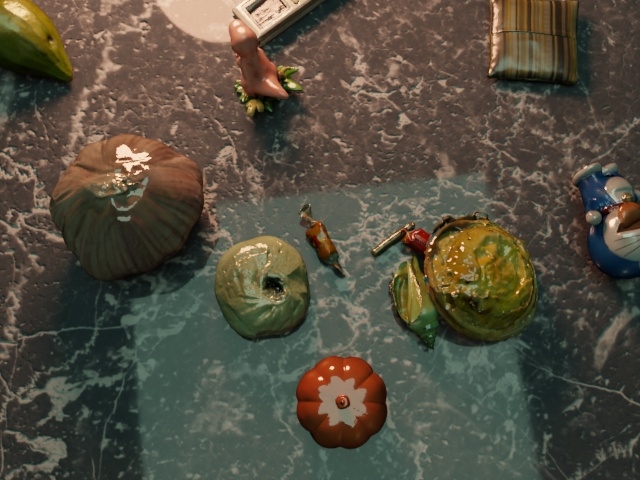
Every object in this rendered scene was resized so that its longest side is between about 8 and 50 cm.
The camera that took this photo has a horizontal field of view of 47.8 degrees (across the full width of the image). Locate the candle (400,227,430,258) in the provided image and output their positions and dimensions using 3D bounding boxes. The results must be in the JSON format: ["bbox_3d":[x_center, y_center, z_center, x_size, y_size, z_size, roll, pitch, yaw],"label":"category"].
[{"bbox_3d":[0.229,0.013,1.553,0.130,0.052,0.052,34,79,-1],"label":"candle"}]

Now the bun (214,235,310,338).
[{"bbox_3d":[-0.124,0.092,1.513,0.221,0.108,0.221,0,76,1],"label":"bun"}]

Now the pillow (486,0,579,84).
[{"bbox_3d":[0.496,-0.468,1.679,0.212,0.052,0.208,4,80,2],"label":"pillow"}]

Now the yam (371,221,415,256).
[{"bbox_3d":[0.160,-0.004,1.581,0.116,0.021,0.021,-37,79,-7],"label":"yam"}]

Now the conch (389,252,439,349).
[{"bbox_3d":[0.203,0.132,1.521,0.095,0.079,0.201,-28,60,7],"label":"conch"}]

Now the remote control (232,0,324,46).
[{"bbox_3d":[-0.069,-0.580,1.708,0.277,0.055,0.103,-38,78,-9],"label":"remote control"}]

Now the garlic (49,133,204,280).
[{"bbox_3d":[-0.395,-0.082,1.483,0.317,0.259,0.318,0,81,1],"label":"garlic"}]

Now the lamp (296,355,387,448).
[{"bbox_3d":[0.042,0.320,1.429,0.187,0.164,0.188,0,79,0],"label":"lamp"}]

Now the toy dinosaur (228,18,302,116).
[{"bbox_3d":[-0.124,-0.382,1.597,0.152,0.177,0.194,-22,79,-4],"label":"toy dinosaur"}]

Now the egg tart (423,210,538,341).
[{"bbox_3d":[0.345,0.064,1.488,0.290,0.107,0.291,6,72,-20],"label":"egg tart"}]

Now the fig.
[{"bbox_3d":[-0.677,-0.457,1.628,0.233,0.167,0.167,34,79,16],"label":"fig"}]

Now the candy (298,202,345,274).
[{"bbox_3d":[0.000,0.000,1.567,0.046,0.053,0.182,-29,76,1],"label":"candy"}]

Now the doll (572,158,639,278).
[{"bbox_3d":[0.634,-0.047,1.524,0.215,0.161,0.257,-10,71,-29],"label":"doll"}]
